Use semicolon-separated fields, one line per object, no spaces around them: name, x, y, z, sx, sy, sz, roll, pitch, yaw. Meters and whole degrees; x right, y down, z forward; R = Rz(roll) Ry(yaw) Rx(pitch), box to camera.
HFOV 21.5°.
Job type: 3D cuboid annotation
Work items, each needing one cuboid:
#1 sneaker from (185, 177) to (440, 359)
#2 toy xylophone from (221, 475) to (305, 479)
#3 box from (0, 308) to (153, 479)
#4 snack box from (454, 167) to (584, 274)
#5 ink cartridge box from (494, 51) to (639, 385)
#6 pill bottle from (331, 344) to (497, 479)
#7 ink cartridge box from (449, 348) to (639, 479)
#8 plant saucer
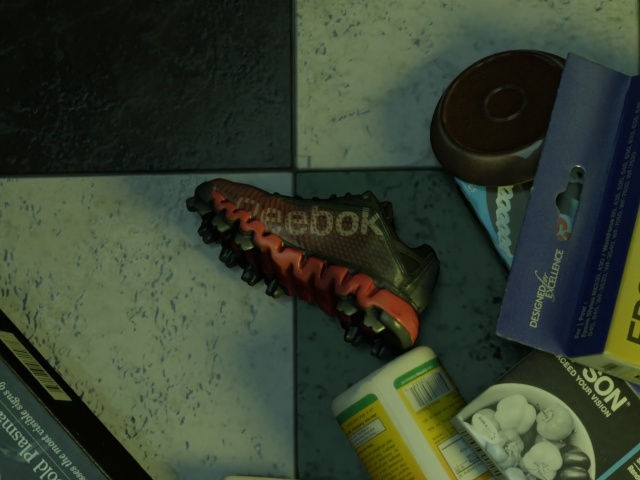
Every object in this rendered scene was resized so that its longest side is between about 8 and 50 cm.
sneaker;0.000;0.000;1.672;0.276;0.097;0.135;29;67;20
toy xylophone;-0.032;0.370;1.577;0.236;0.081;0.322;-3;50;5
box;-0.387;0.232;1.634;0.312;0.179;0.343;-44;81;0
snack box;0.291;0.029;1.658;0.187;0.060;0.322;-31;82;1
ink cartridge box;0.348;-0.004;1.580;0.307;0.072;0.303;21;70;-11
pill bottle;0.109;0.216;1.622;0.118;0.117;0.208;-32;81;1
ink cartridge box;0.264;0.181;1.571;0.208;0.045;0.206;-38;84;-12
plant saucer;0.185;-0.129;1.660;0.168;0.029;0.168;-12;52;15
